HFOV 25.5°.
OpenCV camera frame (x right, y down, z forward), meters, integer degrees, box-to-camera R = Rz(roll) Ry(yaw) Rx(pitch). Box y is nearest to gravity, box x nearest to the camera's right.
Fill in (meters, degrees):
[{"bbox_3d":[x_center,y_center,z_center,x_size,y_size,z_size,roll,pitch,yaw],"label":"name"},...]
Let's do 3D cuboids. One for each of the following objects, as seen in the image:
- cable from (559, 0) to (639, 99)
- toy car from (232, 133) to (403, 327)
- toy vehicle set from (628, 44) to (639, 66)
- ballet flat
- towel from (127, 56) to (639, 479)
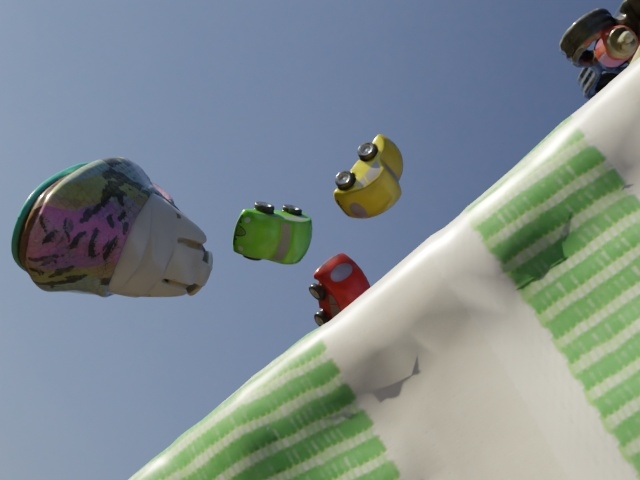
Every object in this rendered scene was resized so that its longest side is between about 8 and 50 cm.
[{"bbox_3d":[0.295,-0.174,1.409,0.072,0.139,0.287,63,-8,14],"label":"cable"},{"bbox_3d":[0.000,0.000,1.532,0.053,0.239,0.225,26,16,40],"label":"toy car"},{"bbox_3d":[0.327,-0.106,1.137,0.035,0.166,0.267,25,-7,40],"label":"toy vehicle set"},{"bbox_3d":[-0.097,0.002,0.764,0.079,0.077,0.221,27,1,5],"label":"ballet flat"},{"bbox_3d":[0.071,0.079,0.275,0.038,0.325,0.248,33,22,-47],"label":"towel"}]
